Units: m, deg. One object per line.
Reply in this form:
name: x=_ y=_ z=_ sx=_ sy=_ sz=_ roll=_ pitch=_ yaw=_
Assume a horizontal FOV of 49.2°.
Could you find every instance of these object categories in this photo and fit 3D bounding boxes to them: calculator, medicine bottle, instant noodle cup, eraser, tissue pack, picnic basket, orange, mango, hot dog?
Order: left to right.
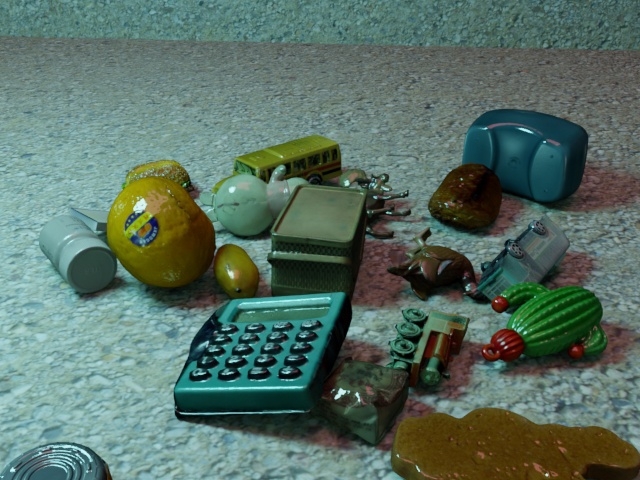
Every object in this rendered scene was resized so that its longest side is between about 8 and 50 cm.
instant noodle cup: x=-0.309 y=0.320 z=0.817 sx=0.178 sy=0.125 sz=0.208 roll=-19 pitch=34 yaw=-31
medicine bottle: x=-0.480 y=0.024 z=1.378 sx=0.105 sy=0.105 sz=0.168 roll=-19 pitch=34 yaw=-32
eraser: x=-0.455 y=-0.043 z=1.524 sx=0.104 sy=0.023 sz=0.150 roll=22 pitch=11 yaw=35
orange: x=-0.303 y=-0.013 z=1.335 sx=0.219 sy=0.193 sz=0.219 roll=43 pitch=13 yaw=-13
mango: x=-0.162 y=0.055 z=1.347 sx=0.075 sy=0.098 sz=0.190 roll=-41 pitch=24 yaw=9
calculator: x=-0.093 y=0.171 z=1.114 sx=0.248 sy=0.058 sz=0.274 roll=-6 pitch=27 yaw=21
picnic basket: x=0.000 y=0.000 z=1.395 sx=0.165 sy=0.139 sz=0.266 roll=6 pitch=29 yaw=9
hot dog: x=0.336 y=-0.098 z=1.625 sx=0.160 sy=0.099 sz=0.227 roll=16 pitch=33 yaw=26
tissue pack: x=0.518 y=-0.221 z=1.750 sx=0.287 sy=0.198 sz=0.206 roll=18 pitch=35 yaw=32

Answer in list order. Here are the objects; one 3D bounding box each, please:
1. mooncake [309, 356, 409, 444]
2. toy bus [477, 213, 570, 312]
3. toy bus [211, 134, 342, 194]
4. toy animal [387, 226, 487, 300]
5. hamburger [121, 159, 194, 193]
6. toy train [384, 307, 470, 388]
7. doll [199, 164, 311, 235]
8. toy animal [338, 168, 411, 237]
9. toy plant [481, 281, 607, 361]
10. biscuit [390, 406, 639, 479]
mooncake: x=0.059 y=0.228 z=1.051 sx=0.125 sy=0.073 sz=0.130 roll=15 pitch=30 yaw=28
toy bus: x=0.400 y=0.039 z=1.373 sx=0.109 sy=0.091 sz=0.262 roll=46 pitch=45 yaw=10
toy bus: x=-0.104 y=-0.165 z=1.712 sx=0.336 sy=0.123 sz=0.121 roll=-21 pitch=36 yaw=-35
toy animal: x=0.224 y=0.066 z=1.350 sx=0.188 sy=0.089 sz=0.179 roll=-12 pitch=46 yaw=-33
hamburger: x=-0.402 y=-0.147 z=1.708 sx=0.166 sy=0.087 sz=0.137 roll=-14 pitch=31 yaw=-24
toy train: x=0.175 y=0.176 z=1.152 sx=0.118 sy=0.074 sz=0.176 roll=12 pitch=28 yaw=13
doll: x=-0.128 y=-0.087 z=1.550 sx=0.275 sy=0.154 sz=0.113 roll=-5 pitch=-1 yaw=-16
toy animal: x=0.116 y=-0.098 z=1.630 sx=0.186 sy=0.093 sz=0.214 roll=9 pitch=37 yaw=31
toy plant: x=0.375 y=0.137 z=1.197 sx=0.240 sy=0.088 sz=0.154 roll=0 pitch=51 yaw=-9
biscuit: x=0.262 y=0.308 z=0.937 sx=0.334 sy=0.047 sz=0.202 roll=8 pitch=29 yaw=8
